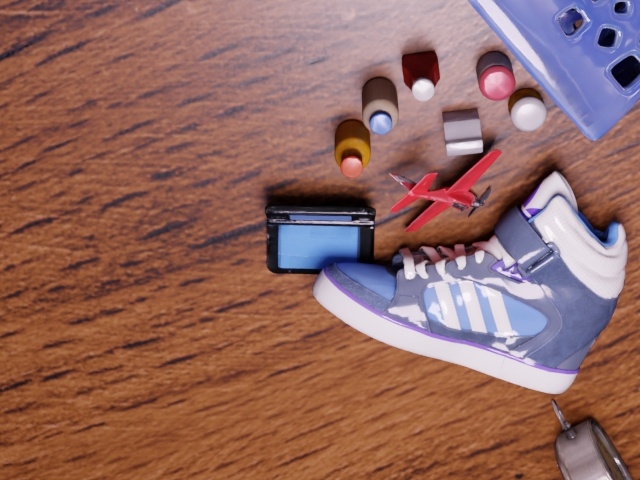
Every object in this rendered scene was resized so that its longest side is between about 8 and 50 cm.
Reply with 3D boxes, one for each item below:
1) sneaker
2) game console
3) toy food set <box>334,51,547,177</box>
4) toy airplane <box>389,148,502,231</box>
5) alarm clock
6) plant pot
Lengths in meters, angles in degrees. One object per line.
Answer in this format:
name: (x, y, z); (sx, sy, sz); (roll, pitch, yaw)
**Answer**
sneaker: (0.177, 0.014, 1.887); (0.323, 0.130, 0.236); (20, 105, -4)
game console: (0.000, 0.000, 1.908); (0.122, 0.107, 0.071); (1, 85, 0)
toy food set: (0.126, -0.134, 1.825); (0.232, 0.104, 0.111); (-6, 113, 4)
toy airplane: (0.132, -0.051, 1.865); (0.151, 0.028, 0.151); (-17, 149, -11)
alarm clock: (0.310, 0.260, 1.981); (0.064, 0.129, 0.192); (-27, 109, 13)
plant pot: (0.262, -0.270, 1.699); (0.212, 0.236, 0.236); (-40, 107, 11)
